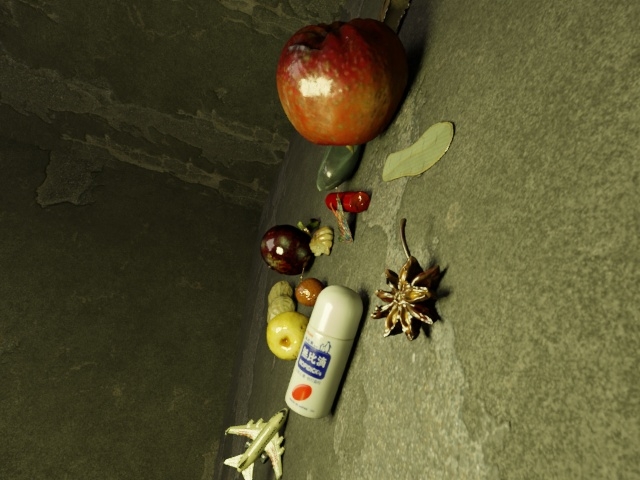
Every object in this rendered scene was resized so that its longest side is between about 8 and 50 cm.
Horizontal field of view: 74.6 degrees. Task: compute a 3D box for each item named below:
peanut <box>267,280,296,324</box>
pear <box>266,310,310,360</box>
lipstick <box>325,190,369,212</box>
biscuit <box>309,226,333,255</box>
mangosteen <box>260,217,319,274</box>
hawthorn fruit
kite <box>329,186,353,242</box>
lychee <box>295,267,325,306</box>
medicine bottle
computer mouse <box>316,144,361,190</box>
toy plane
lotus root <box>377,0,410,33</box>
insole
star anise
[{"bbox_3d":[-0.168,0.277,1.823,0.136,0.120,0.298,-44,23,16],"label":"peanut"},{"bbox_3d":[-0.103,0.325,1.452,0.178,0.178,0.178,-164,90,-75],"label":"pear"},{"bbox_3d":[0.085,-0.128,1.402,0.280,0.073,0.073,-160,86,-74],"label":"lipstick"},{"bbox_3d":[0.000,0.000,1.606,0.183,0.061,0.118,161,125,-73],"label":"biscuit"},{"bbox_3d":[-0.114,0.008,1.745,0.289,0.231,0.231,-55,10,-15],"label":"mangosteen"},{"bbox_3d":[0.071,-0.453,1.275,0.403,0.403,0.402,-164,90,-75],"label":"hawthorn fruit"},{"bbox_3d":[0.069,-0.064,1.378,0.232,0.009,0.189,89,158,-48],"label":"kite"},{"bbox_3d":[-0.036,0.176,1.468,0.114,0.101,0.140,-46,21,-19],"label":"lychee"},{"bbox_3d":[0.016,0.283,1.111,0.130,0.130,0.340,-139,66,-74],"label":"medicine bottle"},{"bbox_3d":[0.081,-0.324,1.543,0.203,0.114,0.374,123,165,-56],"label":"computer mouse"},{"bbox_3d":[-0.198,0.687,1.438,0.256,0.242,0.104,-42,-30,-34],"label":"toy plane"},{"bbox_3d":[0.251,-0.809,1.506,0.170,0.074,0.260,-97,26,-58],"label":"lotus root"},{"bbox_3d":[0.233,-0.213,1.063,0.348,0.009,0.119,173,111,-74],"label":"insole"},{"bbox_3d":[0.178,0.083,0.819,0.177,0.073,0.233,26,102,58],"label":"star anise"}]
